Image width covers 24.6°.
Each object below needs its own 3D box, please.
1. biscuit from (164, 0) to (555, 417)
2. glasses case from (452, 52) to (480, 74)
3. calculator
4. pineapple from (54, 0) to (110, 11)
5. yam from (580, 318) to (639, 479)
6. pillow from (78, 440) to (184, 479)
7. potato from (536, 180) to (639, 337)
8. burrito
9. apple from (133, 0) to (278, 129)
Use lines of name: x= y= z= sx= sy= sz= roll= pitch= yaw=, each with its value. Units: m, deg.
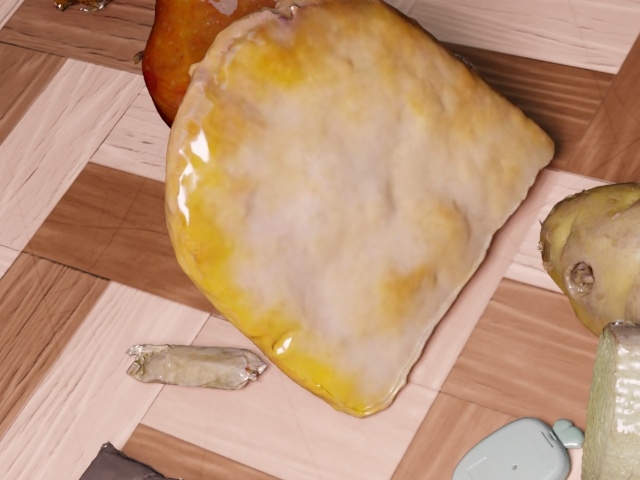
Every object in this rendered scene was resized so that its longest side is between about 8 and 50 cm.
biscuit: x=0.020 y=-0.059 z=1.663 sx=0.429 sy=0.446 sz=0.104 roll=-60 pitch=27 yaw=-12
glasses case: x=0.075 y=-0.095 z=1.797 sx=0.354 sy=0.137 sz=0.085 roll=-42 pitch=24 yaw=-22
calculator: x=0.210 y=0.238 z=1.568 sx=0.153 sy=0.021 sz=0.095 roll=-32 pitch=48 yaw=-1
pineapple: x=-0.322 y=-0.431 z=2.273 sx=0.334 sy=0.158 sz=0.161 roll=-29 pitch=87 yaw=4
yam: x=0.390 y=0.186 z=1.411 sx=0.271 sy=0.201 sz=0.202 roll=9 pitch=77 yaw=13
pillow: x=-0.222 y=0.390 z=1.575 sx=0.228 sy=0.101 sz=0.326 roll=12 pitch=57 yaw=34
potato: x=0.364 y=0.030 z=1.596 sx=0.296 sy=0.141 sz=0.191 roll=31 pitch=79 yaw=41
burrito: x=-0.152 y=0.152 z=1.770 sx=0.188 sy=0.045 sz=0.058 roll=2 pitch=61 yaw=21
apple: x=-0.084 y=-0.260 z=1.927 sx=0.317 sy=0.288 sz=0.288 roll=1 pitch=52 yaw=7
